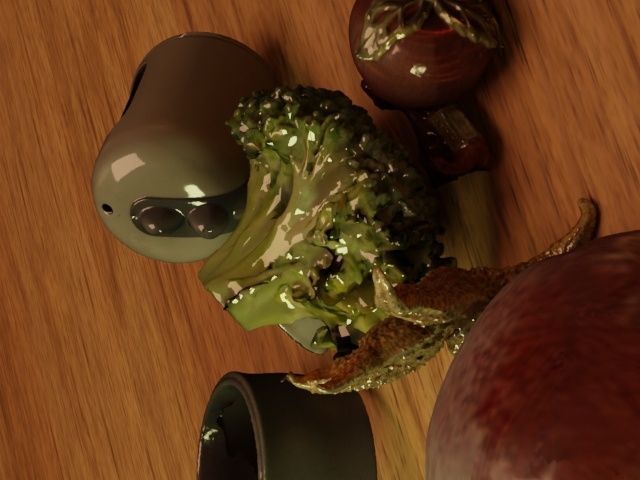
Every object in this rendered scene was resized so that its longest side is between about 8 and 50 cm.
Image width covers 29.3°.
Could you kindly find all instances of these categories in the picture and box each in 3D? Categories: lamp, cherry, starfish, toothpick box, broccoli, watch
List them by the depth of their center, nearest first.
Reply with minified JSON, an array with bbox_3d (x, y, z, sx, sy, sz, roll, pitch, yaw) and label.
[{"bbox_3d":[0.235,0.177,1.041,0.326,0.292,0.334,95,176,-56],"label":"cherry"},{"bbox_3d":[0.102,0.093,1.203,0.084,0.294,0.301,58,143,31],"label":"starfish"},{"bbox_3d":[0.118,-0.189,1.270,0.215,0.151,0.223,61,-178,30],"label":"lamp"},{"bbox_3d":[0.019,-0.016,1.354,0.272,0.324,0.334,-54,49,19],"label":"broccoli"},{"bbox_3d":[-0.160,-0.105,1.559,0.316,0.229,0.229,-79,6,-52],"label":"toothpick box"},{"bbox_3d":[-0.066,0.329,1.607,0.335,0.314,0.326,-169,85,-69],"label":"watch"}]

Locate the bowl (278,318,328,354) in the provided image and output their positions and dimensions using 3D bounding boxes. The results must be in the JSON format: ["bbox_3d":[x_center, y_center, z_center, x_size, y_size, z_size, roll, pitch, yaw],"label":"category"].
[{"bbox_3d":[-0.018,0.044,1.554,0.086,0.189,0.189,-38,59,15],"label":"bowl"}]
